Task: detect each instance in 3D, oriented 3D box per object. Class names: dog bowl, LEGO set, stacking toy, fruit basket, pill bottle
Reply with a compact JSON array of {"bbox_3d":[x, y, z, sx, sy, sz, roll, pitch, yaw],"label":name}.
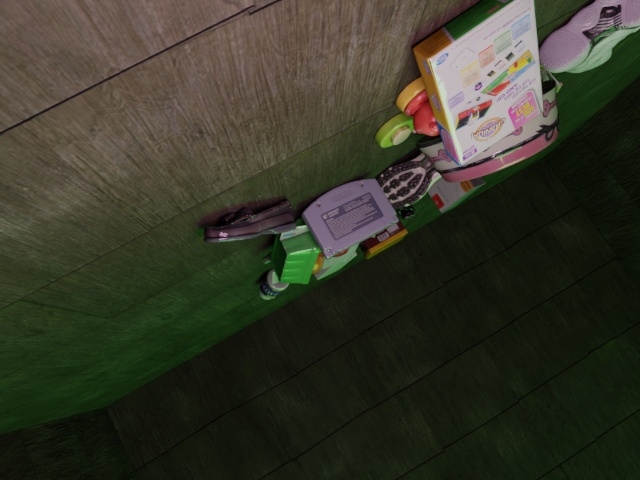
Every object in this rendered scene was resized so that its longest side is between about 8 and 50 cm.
[{"bbox_3d":[0.500,-0.310,1.338,0.408,0.150,0.408,-26,-168,6],"label":"dog bowl"},{"bbox_3d":[0.687,-0.505,1.441,0.132,0.107,0.287,-38,166,33],"label":"LEGO set"},{"bbox_3d":[0.314,-0.321,1.235,0.309,0.130,0.279,-23,166,-31],"label":"stacking toy"},{"bbox_3d":[-0.004,0.016,1.651,0.353,0.165,0.327,-20,151,-26],"label":"fruit basket"},{"bbox_3d":[-0.229,0.214,2.170,0.112,0.112,0.187,-23,165,-34],"label":"pill bottle"}]

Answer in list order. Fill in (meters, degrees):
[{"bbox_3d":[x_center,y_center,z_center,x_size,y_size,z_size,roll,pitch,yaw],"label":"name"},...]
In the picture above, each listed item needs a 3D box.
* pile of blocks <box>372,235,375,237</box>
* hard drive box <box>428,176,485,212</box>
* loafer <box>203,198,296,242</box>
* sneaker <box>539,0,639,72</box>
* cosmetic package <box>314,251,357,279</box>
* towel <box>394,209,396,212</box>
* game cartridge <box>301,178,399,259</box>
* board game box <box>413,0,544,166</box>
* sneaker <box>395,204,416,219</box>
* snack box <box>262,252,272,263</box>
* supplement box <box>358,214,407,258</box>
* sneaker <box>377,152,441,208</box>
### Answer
[{"bbox_3d":[0.154,-0.126,1.783,0.112,0.149,0.362,11,169,18],"label":"pile of blocks"},{"bbox_3d":[0.599,-0.262,2.056,0.089,0.181,0.232,-23,165,-32],"label":"hard drive box"},{"bbox_3d":[-0.194,-0.056,1.253,0.109,0.095,0.302,0,-172,44],"label":"loafer"},{"bbox_3d":[0.812,-0.607,1.275,0.366,0.137,0.210,-33,170,37],"label":"sneaker"},{"bbox_3d":[0.040,0.063,2.105,0.151,0.151,0.184,-23,167,-35],"label":"cosmetic package"},{"bbox_3d":[0.236,-0.073,2.246,0.282,0.049,0.187,-22,166,-12],"label":"towel"},{"bbox_3d":[0.095,-0.085,1.505,0.297,0.198,0.062,-26,167,-21],"label":"game cartridge"},{"bbox_3d":[0.359,-0.347,0.997,0.242,0.064,0.316,-33,136,3],"label":"board game box"},{"bbox_3d":[0.396,-0.158,2.124,0.087,0.130,0.227,-33,170,22],"label":"sneaker"},{"bbox_3d":[-0.159,0.055,1.902,0.178,0.022,0.064,-18,164,-48],"label":"snack box"},{"bbox_3d":[0.243,-0.055,2.007,0.191,0.194,0.129,-29,168,-9],"label":"supplement box"},{"bbox_3d":[0.377,-0.252,1.664,0.410,0.158,0.182,-33,178,19],"label":"sneaker"}]
